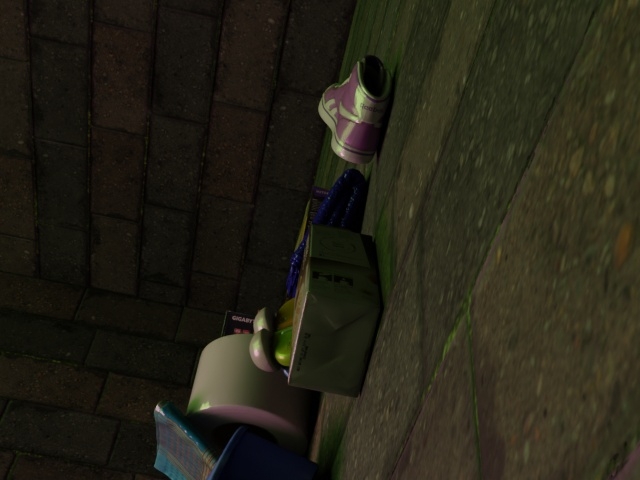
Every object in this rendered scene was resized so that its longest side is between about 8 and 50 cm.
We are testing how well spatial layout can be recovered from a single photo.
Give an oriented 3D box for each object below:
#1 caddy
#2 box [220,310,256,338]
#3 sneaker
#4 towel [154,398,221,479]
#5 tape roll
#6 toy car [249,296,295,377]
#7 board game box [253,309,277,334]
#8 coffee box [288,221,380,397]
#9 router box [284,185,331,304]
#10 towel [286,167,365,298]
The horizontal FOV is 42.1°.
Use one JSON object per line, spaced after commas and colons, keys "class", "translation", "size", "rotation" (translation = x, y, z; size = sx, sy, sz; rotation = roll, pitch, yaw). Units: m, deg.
{"class": "caddy", "translation": [-0.125, 0.420, 1.263], "size": [0.341, 0.179, 0.241], "rotation": [94, -161, -65]}
{"class": "box", "translation": [-0.145, 0.283, 2.098], "size": [0.051, 0.220, 0.175], "rotation": [110, 172, -82]}
{"class": "sneaker", "translation": [0.074, -0.261, 1.477], "size": [0.282, 0.102, 0.161], "rotation": [-107, 30, -59]}
{"class": "towel", "translation": [-0.193, 0.490, 1.573], "size": [0.040, 0.370, 0.271], "rotation": [-32, -27, -32]}
{"class": "tape roll", "translation": [-0.136, 0.323, 1.655], "size": [0.246, 0.246, 0.169], "rotation": [105, 174, -47]}
{"class": "toy car", "translation": [-0.027, 0.176, 1.431], "size": [0.182, 0.159, 0.136], "rotation": [-88, -25, -66]}
{"class": "board game box", "translation": [-0.079, 0.239, 1.798], "size": [0.045, 0.147, 0.193], "rotation": [-83, 6, -46]}
{"class": "coffee box", "translation": [0.017, 0.087, 1.156], "size": [0.246, 0.098, 0.141], "rotation": [-88, 10, -67]}
{"class": "router box", "translation": [-0.021, 0.043, 2.016], "size": [0.309, 0.081, 0.242], "rotation": [110, 170, -67]}
{"class": "towel", "translation": [0.000, 0.000, 1.584], "size": [0.308, 0.076, 0.227], "rotation": [116, 177, -75]}
